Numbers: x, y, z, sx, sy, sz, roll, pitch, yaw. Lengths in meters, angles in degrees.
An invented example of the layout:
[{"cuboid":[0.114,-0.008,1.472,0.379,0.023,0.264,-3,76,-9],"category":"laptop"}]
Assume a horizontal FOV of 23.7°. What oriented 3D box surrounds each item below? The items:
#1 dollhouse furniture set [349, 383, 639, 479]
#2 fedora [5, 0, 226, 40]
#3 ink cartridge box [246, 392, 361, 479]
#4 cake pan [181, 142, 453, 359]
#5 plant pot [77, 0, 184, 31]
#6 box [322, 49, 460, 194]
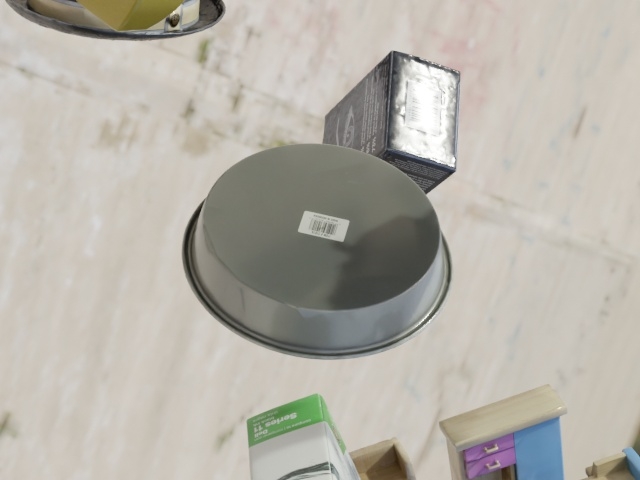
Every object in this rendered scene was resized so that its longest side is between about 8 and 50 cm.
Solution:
[{"cuboid":[0.212,0.344,1.621,0.303,0.286,0.198,-125,-159,-56],"category":"dollhouse furniture set"},{"cuboid":[-0.291,-0.400,2.195,0.334,0.334,0.153,-39,143,-60],"category":"fedora"},{"cuboid":[-0.004,0.275,1.475,0.208,0.086,0.153,-99,169,-60],"category":"ink cartridge box"},{"cuboid":[0.000,0.000,1.618,0.293,0.293,0.054,-54,161,-42],"category":"cake pan"},{"cuboid":[-0.151,-0.215,1.232,0.083,0.081,0.081,-61,162,22],"category":"plant pot"},{"cuboid":[0.089,-0.131,2.029,0.207,0.108,0.153,141,-41,-57],"category":"box"}]
